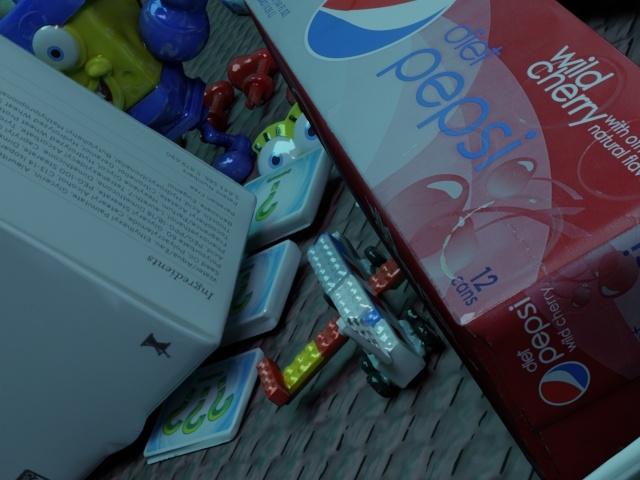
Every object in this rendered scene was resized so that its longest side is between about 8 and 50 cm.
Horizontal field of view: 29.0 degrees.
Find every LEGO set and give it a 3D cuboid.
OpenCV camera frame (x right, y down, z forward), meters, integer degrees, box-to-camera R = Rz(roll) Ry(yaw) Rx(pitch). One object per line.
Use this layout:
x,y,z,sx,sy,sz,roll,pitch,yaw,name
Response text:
0.000,0.000,0.584,0.244,0.060,0.182,-22,39,45,LEGO set

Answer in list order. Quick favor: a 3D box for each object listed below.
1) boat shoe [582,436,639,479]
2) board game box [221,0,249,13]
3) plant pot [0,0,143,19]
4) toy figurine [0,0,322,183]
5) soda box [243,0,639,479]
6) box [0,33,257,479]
0.051,0.105,0.308,0.226,0.076,0.083,-44,24,12,boat shoe
-0.036,-0.228,1.032,0.090,0.020,0.090,-52,25,-7,board game box
-0.285,-0.206,1.238,0.230,0.215,0.215,6,57,45,plant pot
-0.154,-0.110,0.813,0.362,0.217,0.191,-32,29,33,toy figurine
0.053,-0.036,0.438,0.092,0.083,0.263,-31,34,1,soda box
-0.161,0.019,0.642,0.181,0.182,0.119,-45,22,35,box
